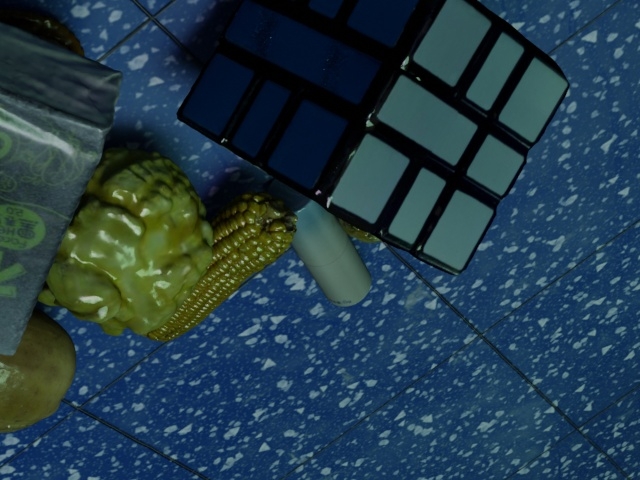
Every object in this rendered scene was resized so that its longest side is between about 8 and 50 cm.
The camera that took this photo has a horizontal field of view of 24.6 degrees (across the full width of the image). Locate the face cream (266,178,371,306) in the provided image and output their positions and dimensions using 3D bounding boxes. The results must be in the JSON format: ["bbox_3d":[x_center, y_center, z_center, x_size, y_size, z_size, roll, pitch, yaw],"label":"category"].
[{"bbox_3d":[0.000,0.000,2.054,0.077,0.077,0.250,-31,143,1],"label":"face cream"}]

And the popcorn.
[{"bbox_3d":[-0.243,0.000,1.814,0.255,0.195,0.256,-17,143,-32],"label":"popcorn"}]

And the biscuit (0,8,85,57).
[{"bbox_3d":[-0.362,-0.161,1.646,0.220,0.066,0.220,-17,144,-13],"label":"biscuit"}]

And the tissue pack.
[{"bbox_3d":[-0.407,-0.062,1.569,0.288,0.124,0.394,20,132,-13],"label":"tissue pack"}]

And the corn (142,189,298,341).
[{"bbox_3d":[-0.153,0.041,1.960,0.102,0.102,0.313,15,135,-43],"label":"corn"}]

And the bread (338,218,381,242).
[{"bbox_3d":[0.040,-0.092,1.962,0.128,0.088,0.232,-59,139,-19],"label":"bread"}]

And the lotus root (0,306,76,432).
[{"bbox_3d":[-0.457,0.146,1.857,0.310,0.183,0.183,20,121,-39],"label":"lotus root"}]

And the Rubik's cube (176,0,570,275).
[{"bbox_3d":[0.064,-0.165,1.687,0.293,0.288,0.283,22,97,-49],"label":"Rubik's cube"}]
